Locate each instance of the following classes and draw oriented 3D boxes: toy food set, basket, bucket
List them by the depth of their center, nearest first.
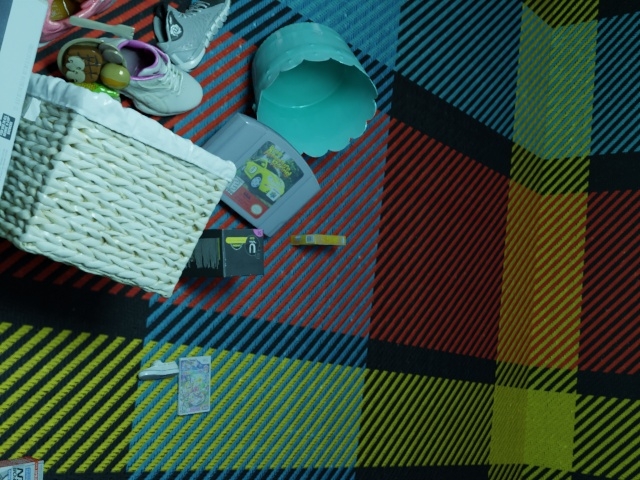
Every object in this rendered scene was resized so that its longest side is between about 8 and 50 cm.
[{"bbox_3d":[-0.392,-0.102,1.417,0.331,0.328,0.266,27,87,-47],"label":"basket"},{"bbox_3d":[-0.411,-0.314,1.527,0.133,0.192,0.038,9,51,-16],"label":"toy food set"},{"bbox_3d":[-0.025,-0.347,1.919,0.281,0.281,0.183,40,23,-42],"label":"bucket"}]

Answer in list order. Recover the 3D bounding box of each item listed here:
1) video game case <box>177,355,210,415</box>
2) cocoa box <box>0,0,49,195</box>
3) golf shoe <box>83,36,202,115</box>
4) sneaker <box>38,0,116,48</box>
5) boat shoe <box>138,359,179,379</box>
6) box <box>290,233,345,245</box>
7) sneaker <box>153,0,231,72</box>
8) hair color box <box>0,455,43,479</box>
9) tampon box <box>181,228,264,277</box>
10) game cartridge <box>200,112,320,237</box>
[{"bbox_3d":[-0.274,0.313,1.821,0.087,0.011,0.121,4,85,-49],"label":"video game case"},{"bbox_3d":[-0.605,-0.242,1.275,0.228,0.232,0.346,23,71,-46],"label":"cocoa box"},{"bbox_3d":[-0.335,-0.324,1.674,0.306,0.140,0.115,11,79,-51],"label":"golf shoe"},{"bbox_3d":[-0.431,-0.456,1.554,0.313,0.136,0.116,-52,127,-32],"label":"sneaker"},{"bbox_3d":[-0.337,0.265,1.736,0.100,0.035,0.035,0,61,-46],"label":"boat shoe"},{"bbox_3d":[0.000,0.000,2.102,0.136,0.081,0.028,0,88,-50],"label":"box"},{"bbox_3d":[-0.280,-0.482,1.787,0.132,0.086,0.228,40,60,-39],"label":"sneaker"},{"bbox_3d":[-0.563,0.431,1.442,0.167,0.053,0.093,4,87,-49],"label":"hair color box"},{"bbox_3d":[-0.217,0.026,1.782,0.120,0.161,0.101,-2,90,-50],"label":"tampon box"},{"bbox_3d":[-0.136,-0.147,1.886,0.196,0.060,0.294,-46,131,4],"label":"game cartridge"}]
